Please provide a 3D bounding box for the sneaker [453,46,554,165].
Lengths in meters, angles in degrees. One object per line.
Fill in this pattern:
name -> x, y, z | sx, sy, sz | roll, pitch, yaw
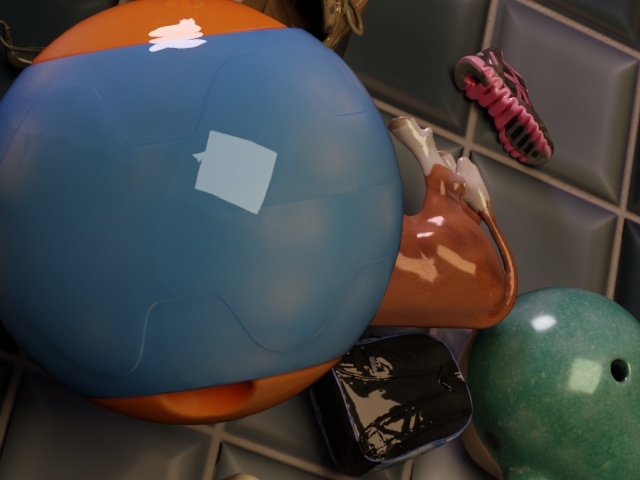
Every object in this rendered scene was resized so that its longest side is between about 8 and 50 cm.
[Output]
sneaker -> 0.172, -0.123, 1.717 | 0.119, 0.047, 0.057 | 53, 45, -3

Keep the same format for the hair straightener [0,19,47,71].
hair straightener -> -0.144, -0.133, 1.516 | 0.230, 0.089, 0.047 | 18, 71, -22

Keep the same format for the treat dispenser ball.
treat dispenser ball -> -0.089, -0.020, 1.296 | 0.288, 0.288, 0.288 | 10, 68, -26

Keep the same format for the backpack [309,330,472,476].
backpack -> 0.053, 0.127, 1.532 | 0.114, 0.084, 0.105 | -14, 77, -28

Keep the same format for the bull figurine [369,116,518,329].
bull figurine -> 0.000, 0.000, 1.520 | 0.310, 0.101, 0.188 | 4, 66, -14

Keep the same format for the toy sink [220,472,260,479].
toy sink -> -0.022, 0.295, 1.391 | 0.234, 0.153, 0.131 | 38, 59, -13

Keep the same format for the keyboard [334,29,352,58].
keyboard -> -0.007, -0.329, 1.666 | 0.201, 0.033, 0.317 | 35, 57, -34

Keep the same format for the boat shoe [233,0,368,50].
boat shoe -> -0.028, -0.175, 1.521 | 0.285, 0.089, 0.104 | -43, 109, -46

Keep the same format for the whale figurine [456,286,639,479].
whale figurine -> 0.234, 0.161, 1.585 | 0.216, 0.141, 0.272 | -38, 93, -34
